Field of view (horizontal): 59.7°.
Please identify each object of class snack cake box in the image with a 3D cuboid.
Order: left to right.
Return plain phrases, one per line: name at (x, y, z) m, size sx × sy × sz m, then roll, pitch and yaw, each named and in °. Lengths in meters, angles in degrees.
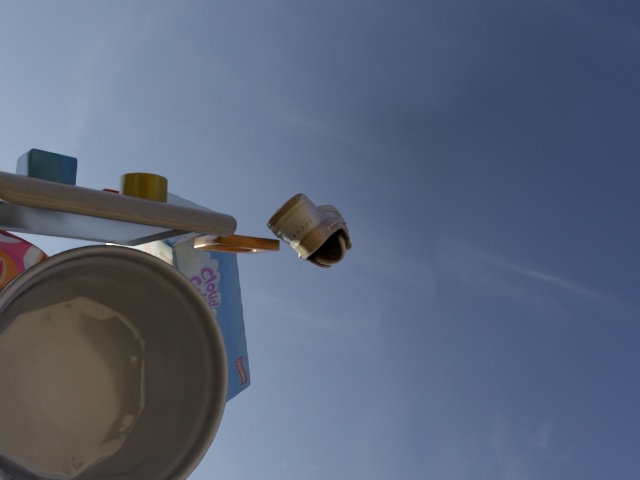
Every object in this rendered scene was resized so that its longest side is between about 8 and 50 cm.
snack cake box at (-0.181, 0.080, 0.721) m, size 0.152 × 0.089 × 0.265 m, roll 22°, pitch -52°, yaw 36°

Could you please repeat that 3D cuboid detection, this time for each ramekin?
ramekin at (-0.191, 0.115, 0.463) m, size 0.109 × 0.207 × 0.207 m, roll -18°, pitch -81°, yaw 43°

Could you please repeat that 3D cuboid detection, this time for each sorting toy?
sorting toy at (-0.190, -0.030, 0.440) m, size 0.196 × 0.347 × 0.047 m, roll -4°, pitch -100°, yaw 44°

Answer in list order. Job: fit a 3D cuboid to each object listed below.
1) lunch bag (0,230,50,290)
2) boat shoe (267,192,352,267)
lunch bag at (-0.440, 0.083, 0.640) m, size 0.258 × 0.120 × 0.293 m, roll 23°, pitch -44°, yaw -31°
boat shoe at (0.000, 0.000, 0.559) m, size 0.063 × 0.170 × 0.059 m, roll -44°, pitch -104°, yaw 10°
